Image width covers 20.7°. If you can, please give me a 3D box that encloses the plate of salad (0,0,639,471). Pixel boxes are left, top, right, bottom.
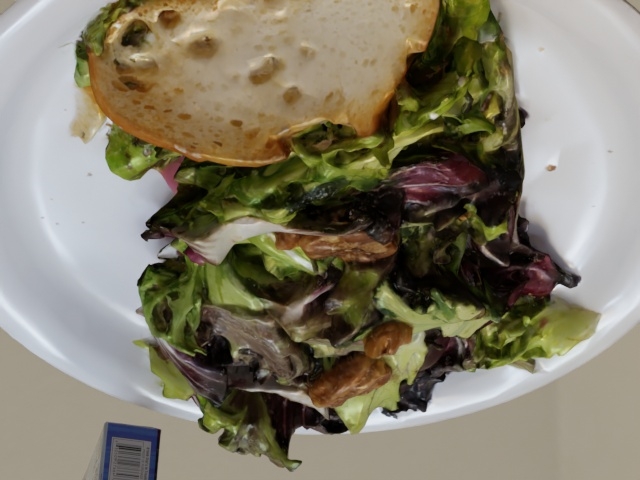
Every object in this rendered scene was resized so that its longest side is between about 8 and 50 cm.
[{"bbox_3d":[0.000,0.000,0.444,0.200,0.200,0.048,21,-136,-24],"label":"plate of salad"}]

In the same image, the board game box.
[{"bbox_3d":[-0.068,0.113,0.535,0.020,0.090,0.090,9,-118,-13],"label":"board game box"}]
